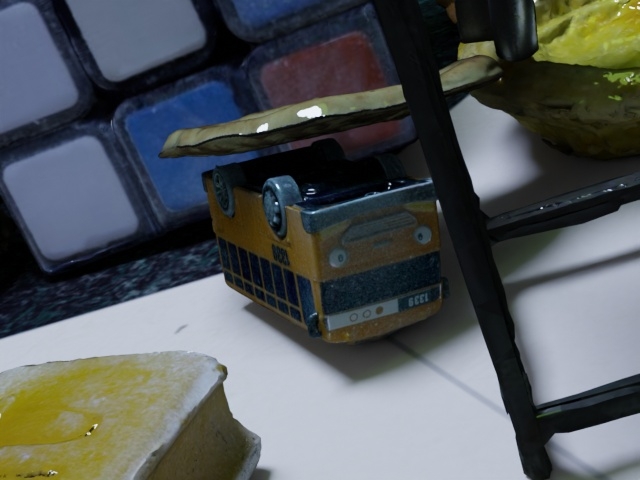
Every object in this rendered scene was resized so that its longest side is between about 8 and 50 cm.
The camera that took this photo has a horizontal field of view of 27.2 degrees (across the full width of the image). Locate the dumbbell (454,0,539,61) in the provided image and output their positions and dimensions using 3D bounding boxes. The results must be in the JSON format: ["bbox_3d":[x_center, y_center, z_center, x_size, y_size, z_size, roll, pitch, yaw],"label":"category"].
[{"bbox_3d":[0.184,-0.215,0.822,0.290,0.192,0.192,-6,25,12],"label":"dumbbell"}]

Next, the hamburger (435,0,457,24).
[{"bbox_3d":[0.186,-0.300,1.251,0.107,0.231,0.231,2,8,-34],"label":"hamburger"}]

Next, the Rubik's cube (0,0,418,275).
[{"bbox_3d":[-0.122,-0.230,1.106,0.363,0.362,0.359,-17,22,10],"label":"Rubik's cube"}]

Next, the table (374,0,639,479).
[{"bbox_3d":[0.210,-0.097,0.628,0.335,0.272,0.222,-17,26,7],"label":"table"}]

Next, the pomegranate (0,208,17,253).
[{"bbox_3d":[-0.370,-0.044,1.082,0.254,0.270,0.254,-29,45,34],"label":"pomegranate"}]

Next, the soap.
[{"bbox_3d":[-0.151,0.154,0.619,0.160,0.080,0.257,-8,24,27],"label":"soap"}]

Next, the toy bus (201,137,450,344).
[{"bbox_3d":[0.000,0.000,0.814,0.091,0.103,0.182,-15,15,-22],"label":"toy bus"}]

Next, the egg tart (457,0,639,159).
[{"bbox_3d":[0.234,-0.129,0.944,0.279,0.095,0.279,-12,26,6],"label":"egg tart"}]

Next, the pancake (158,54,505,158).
[{"bbox_3d":[0.006,-0.081,0.852,0.235,0.029,0.212,-12,6,24],"label":"pancake"}]
